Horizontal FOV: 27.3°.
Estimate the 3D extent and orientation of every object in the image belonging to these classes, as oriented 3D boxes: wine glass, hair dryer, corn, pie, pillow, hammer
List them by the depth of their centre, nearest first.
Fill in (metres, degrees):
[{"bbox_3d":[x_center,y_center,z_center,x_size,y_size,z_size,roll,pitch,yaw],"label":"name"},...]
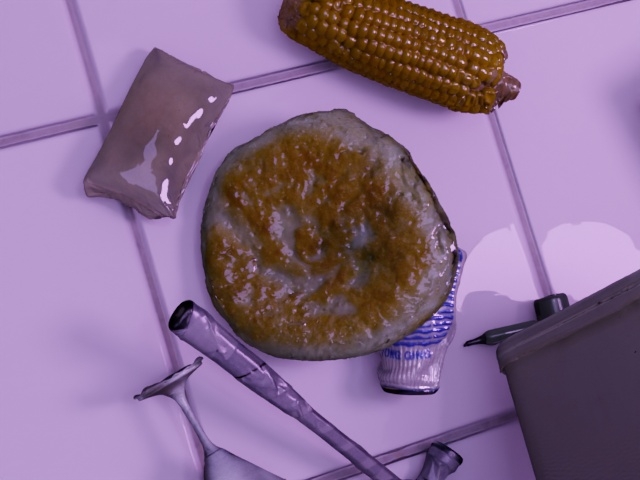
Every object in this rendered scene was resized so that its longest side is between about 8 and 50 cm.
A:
[{"bbox_3d":[-0.131,0.233,1.528,0.122,0.122,0.182,-29,89,-18],"label":"wine glass"},{"bbox_3d":[-0.010,0.202,1.561,0.427,0.044,0.152,43,75,-21],"label":"hammer"},{"bbox_3d":[0.000,0.000,1.584,0.323,0.070,0.323,-2,82,11],"label":"pie"},{"bbox_3d":[-0.195,-0.125,1.593,0.119,0.053,0.208,27,72,-13],"label":"pillow"},{"bbox_3d":[0.103,-0.245,1.668,0.322,0.119,0.119,16,78,-9],"label":"corn"},{"bbox_3d":[0.255,0.117,1.703,0.150,0.047,0.071,-12,82,-7],"label":"hair dryer"}]

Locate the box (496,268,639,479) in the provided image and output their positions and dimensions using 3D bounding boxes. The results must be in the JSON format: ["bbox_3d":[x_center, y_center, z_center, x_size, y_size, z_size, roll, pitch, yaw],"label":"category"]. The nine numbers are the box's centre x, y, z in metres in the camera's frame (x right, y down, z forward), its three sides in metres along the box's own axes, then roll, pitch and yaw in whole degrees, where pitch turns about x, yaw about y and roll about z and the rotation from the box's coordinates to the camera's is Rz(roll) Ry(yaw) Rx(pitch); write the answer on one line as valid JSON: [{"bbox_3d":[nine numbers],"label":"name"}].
[{"bbox_3d":[0.412,0.223,1.511,0.177,0.352,0.343,16,52,-43],"label":"box"}]

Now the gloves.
[{"bbox_3d":[0.122,0.080,1.628,0.097,0.119,0.229,28,69,-49],"label":"gloves"}]
